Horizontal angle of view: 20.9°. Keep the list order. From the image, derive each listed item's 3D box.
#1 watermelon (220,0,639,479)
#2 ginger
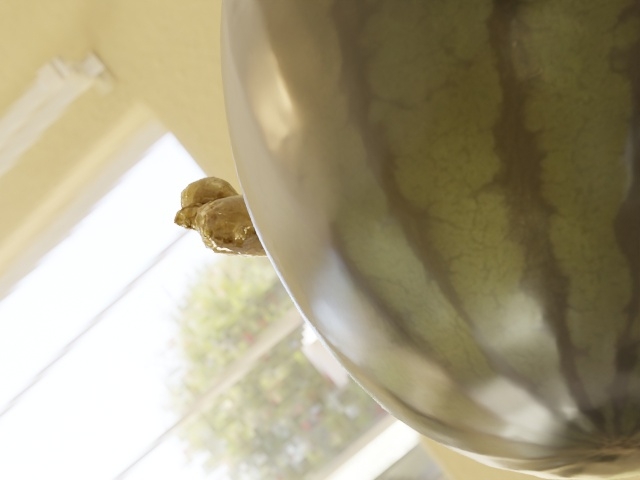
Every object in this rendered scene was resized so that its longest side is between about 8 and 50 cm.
[{"bbox_3d":[0.097,-0.085,0.695,0.279,0.359,0.279,-6,-32,-4],"label":"watermelon"},{"bbox_3d":[0.000,0.000,1.256,0.176,0.193,0.052,7,-76,-30],"label":"ginger"}]
